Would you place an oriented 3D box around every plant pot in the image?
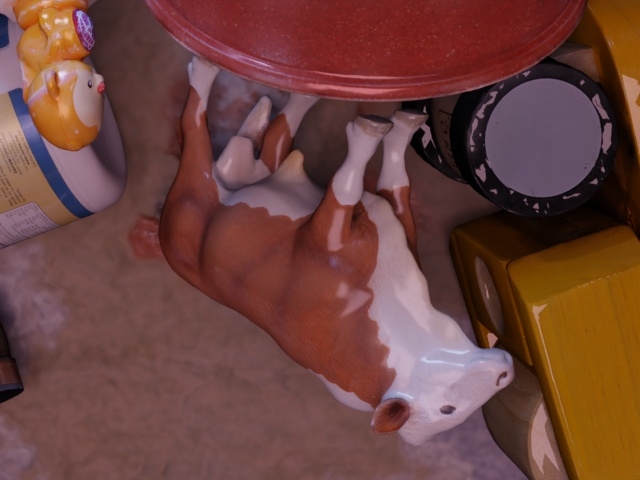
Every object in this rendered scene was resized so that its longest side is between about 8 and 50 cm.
[{"bbox_3d":[0.029,-0.262,1.008,0.272,0.272,0.265,4,132,1],"label":"plant pot"}]

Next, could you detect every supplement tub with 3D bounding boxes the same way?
[{"bbox_3d":[-0.242,-0.058,1.204,0.199,0.144,0.144,-20,101,7],"label":"supplement tub"}]

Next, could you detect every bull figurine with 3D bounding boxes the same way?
[{"bbox_3d":[0.000,0.000,1.152,0.101,0.310,0.188,-1,108,-42],"label":"bull figurine"}]

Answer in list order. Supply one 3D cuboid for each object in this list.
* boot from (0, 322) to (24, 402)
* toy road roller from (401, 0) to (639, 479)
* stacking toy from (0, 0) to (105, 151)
[{"bbox_3d":[-0.318,0.088,1.290,0.219,0.082,0.106,-18,80,10],"label":"boot"},{"bbox_3d":[0.208,-0.006,1.177,0.240,0.202,0.330,-16,102,-6],"label":"toy road roller"},{"bbox_3d":[-0.176,-0.194,1.102,0.165,0.175,0.302,-18,73,6],"label":"stacking toy"}]
